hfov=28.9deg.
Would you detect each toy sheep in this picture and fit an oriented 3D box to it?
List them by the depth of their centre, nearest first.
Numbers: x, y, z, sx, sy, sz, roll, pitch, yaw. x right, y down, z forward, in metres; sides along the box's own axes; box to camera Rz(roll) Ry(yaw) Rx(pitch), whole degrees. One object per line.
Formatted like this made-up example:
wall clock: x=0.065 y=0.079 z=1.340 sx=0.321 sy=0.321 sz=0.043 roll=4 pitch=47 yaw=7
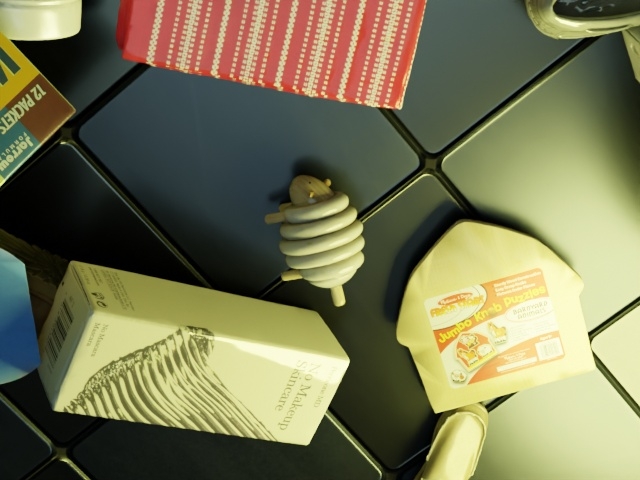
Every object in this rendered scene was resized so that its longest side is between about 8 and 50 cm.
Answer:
toy sheep: x=0.000 y=0.000 z=1.190 sx=0.091 sy=0.091 sz=0.132 roll=-16 pitch=105 yaw=6

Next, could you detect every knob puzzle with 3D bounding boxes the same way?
knob puzzle: x=0.167 y=0.064 z=1.241 sx=0.213 sy=0.030 sz=0.213 roll=0 pitch=112 yaw=1

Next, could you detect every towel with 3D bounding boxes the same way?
towel: x=-0.039 y=-0.237 z=1.128 sx=0.274 sy=0.031 sz=0.199 roll=10 pitch=109 yaw=-6

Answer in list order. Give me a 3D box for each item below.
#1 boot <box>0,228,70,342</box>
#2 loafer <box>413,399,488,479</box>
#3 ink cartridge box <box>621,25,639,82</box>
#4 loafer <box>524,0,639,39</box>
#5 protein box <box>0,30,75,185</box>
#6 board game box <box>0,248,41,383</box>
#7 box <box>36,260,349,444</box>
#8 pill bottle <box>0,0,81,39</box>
boot: x=-0.342 y=0.123 z=1.206 sx=0.236 sy=0.089 sz=0.269 roll=35 pitch=103 yaw=-30
loafer: x=0.136 y=0.235 z=1.296 sx=0.056 sy=0.050 sz=0.148 roll=18 pitch=110 yaw=-6
ink cartridge box: x=0.350 y=-0.178 z=1.111 sx=0.135 sy=0.099 sz=0.056 roll=-17 pitch=111 yaw=8
loafer: x=0.334 y=-0.252 z=1.074 sx=0.319 sy=0.111 sz=0.112 roll=-23 pitch=106 yaw=8
protein box: x=-0.356 y=-0.120 z=1.065 sx=0.201 sy=0.199 sz=0.136 roll=48 pitch=62 yaw=-16
board game box: x=-0.317 y=0.055 z=1.101 sx=0.133 sy=0.033 sz=0.169 roll=2 pitch=124 yaw=3
box: x=-0.120 y=0.111 z=1.172 sx=0.275 sy=0.094 sz=0.113 roll=13 pitch=112 yaw=-31
pill bottle: x=-0.250 y=-0.301 z=1.047 sx=0.136 sy=0.136 sz=0.246 roll=5 pitch=111 yaw=-2
